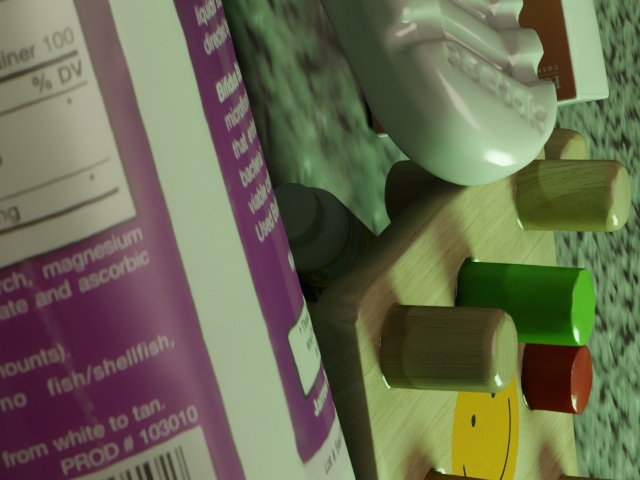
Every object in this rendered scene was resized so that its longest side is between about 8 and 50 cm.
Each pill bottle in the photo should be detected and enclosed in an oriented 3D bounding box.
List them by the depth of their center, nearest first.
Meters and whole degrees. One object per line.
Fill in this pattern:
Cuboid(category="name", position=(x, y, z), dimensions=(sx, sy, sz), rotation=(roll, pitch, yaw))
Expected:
Cuboid(category="pill bottle", position=(-0.105, -0.030, 0.538), dimensions=(0.169, 0.169, 0.301), rotation=(-50, 127, -64))
Cuboid(category="pill bottle", position=(0.000, 0.000, 0.976), dimensions=(0.083, 0.043, 0.043), rotation=(42, 42, -58))

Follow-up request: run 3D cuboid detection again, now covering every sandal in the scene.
Cuboid(category="sandal", position=(-0.013, -0.201, 0.954), dimensions=(0.169, 0.102, 0.416), rotation=(14, 49, -48))

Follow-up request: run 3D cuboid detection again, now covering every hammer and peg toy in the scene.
Cuboid(category="hammer and peg toy", position=(0.095, 0.081, 0.979), dimensions=(0.361, 0.127, 0.266), rotation=(-42, 129, -57))

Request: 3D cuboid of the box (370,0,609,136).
Cuboid(category="box", position=(0.091, -0.157, 1.162), dimensions=(0.091, 0.130, 0.170), rotation=(-12, 91, -70))
